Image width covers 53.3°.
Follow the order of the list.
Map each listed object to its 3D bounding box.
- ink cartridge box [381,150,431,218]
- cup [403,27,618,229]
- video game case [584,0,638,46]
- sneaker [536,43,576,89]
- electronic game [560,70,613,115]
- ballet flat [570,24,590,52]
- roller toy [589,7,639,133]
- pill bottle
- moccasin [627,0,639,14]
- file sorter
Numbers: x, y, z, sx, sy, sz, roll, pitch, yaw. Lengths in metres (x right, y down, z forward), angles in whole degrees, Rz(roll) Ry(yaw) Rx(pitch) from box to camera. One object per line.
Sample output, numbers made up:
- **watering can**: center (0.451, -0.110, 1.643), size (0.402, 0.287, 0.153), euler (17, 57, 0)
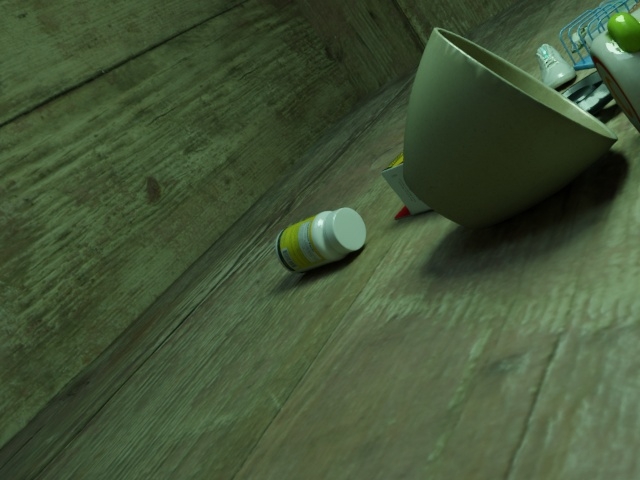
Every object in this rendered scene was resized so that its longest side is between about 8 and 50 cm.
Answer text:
- **ink cartridge box**: center (0.291, -0.204, 1.412), size (0.309, 0.130, 0.272), euler (-45, 15, -31)
- **cup**: center (0.267, -0.160, 1.048), size (0.237, 0.331, 0.331), euler (-59, 4, 25)
- **video game case**: center (0.857, -0.642, 1.660), size (0.300, 0.036, 0.329), euler (-24, 19, 41)
- **sneaker**: center (0.564, -0.432, 1.564), size (0.080, 0.094, 0.212), euler (-29, 16, 23)
- **electronic game**: center (0.508, -0.267, 1.258), size (0.229, 0.048, 0.229), euler (-40, 7, 6)
- **ballet flat**: center (0.703, -0.551, 1.731), size (0.114, 0.041, 0.041), euler (-45, 16, -30)
- **roller toy**: center (0.501, -0.248, 0.921), size (0.146, 0.191, 0.209), euler (-33, -9, 21)
- **pill bottle**: center (0.000, 0.000, 1.474), size (0.208, 0.119, 0.119), euler (-21, 21, 47)
- **moccasin**: center (0.717, -0.529, 1.215), size (0.380, 0.139, 0.147), euler (-47, 52, 3)
- **file sorter**: center (0.654, -0.476, 1.471), size (0.118, 0.104, 0.170), euler (-38, 14, -1)
